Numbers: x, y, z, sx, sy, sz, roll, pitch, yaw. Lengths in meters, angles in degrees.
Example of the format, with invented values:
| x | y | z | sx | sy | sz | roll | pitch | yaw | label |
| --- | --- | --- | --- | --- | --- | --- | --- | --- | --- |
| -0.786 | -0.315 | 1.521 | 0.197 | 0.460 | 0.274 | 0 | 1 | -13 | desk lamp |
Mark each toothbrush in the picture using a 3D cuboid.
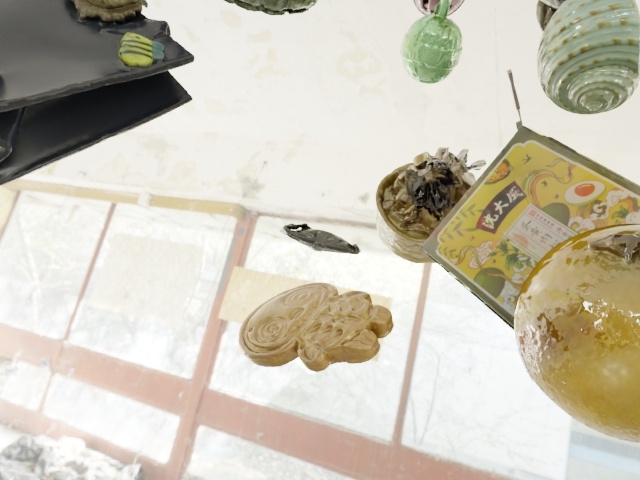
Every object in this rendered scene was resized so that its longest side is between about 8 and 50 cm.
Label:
| x | y | z | sx | sy | sz | roll | pitch | yaw | label |
| --- | --- | --- | --- | --- | --- | --- | --- | --- | --- |
| 0.486 | -0.344 | 1.148 | 0.017 | 0.014 | 0.194 | -18 | -40 | 19 | toothbrush |

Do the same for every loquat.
| x | y | z | sx | sy | sz | roll | pitch | yaw | label |
| --- | --- | --- | --- | --- | --- | --- | --- | --- | --- |
| 0.468 | 0.110 | 0.683 | 0.328 | 0.328 | 0.359 | 9 | -53 | 18 | loquat |

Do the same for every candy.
| x | y | z | sx | sy | sz | roll | pitch | yaw | label |
| --- | --- | --- | --- | --- | --- | --- | --- | --- | --- |
| 0.246 | -0.497 | 0.819 | 0.119 | 0.119 | 0.440 | 14 | -52 | 1 | candy |

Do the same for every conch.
| x | y | z | sx | sy | sz | roll | pitch | yaw | label |
| --- | --- | --- | --- | --- | --- | --- | --- | --- | --- |
| 0.397 | -0.287 | 0.704 | 0.131 | 0.200 | 0.172 | -22 | -32 | 23 | conch |

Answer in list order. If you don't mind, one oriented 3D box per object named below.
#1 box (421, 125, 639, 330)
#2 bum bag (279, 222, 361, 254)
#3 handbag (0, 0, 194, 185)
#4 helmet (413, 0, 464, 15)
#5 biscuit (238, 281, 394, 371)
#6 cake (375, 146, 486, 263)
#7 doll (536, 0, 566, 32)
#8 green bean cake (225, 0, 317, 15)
| x | y | z | sx | sy | sz | roll | pitch | yaw | label |
| --- | --- | --- | --- | --- | --- | --- | --- | --- | --- |
| 0.495 | 0.009 | 1.008 | 0.138 | 0.373 | 0.420 | 21 | 20 | -52 | box |
| 0.000 | 0.000 | 1.360 | 0.248 | 0.069 | 0.102 | 19 | -14 | 3 | bum bag |
| -0.362 | -0.252 | 0.572 | 0.303 | 0.329 | 0.122 | 45 | -35 | 13 | handbag |
| 0.393 | -0.845 | 1.468 | 0.198 | 0.253 | 0.154 | 16 | 28 | -2 | helmet |
| -0.018 | 0.139 | 0.775 | 0.289 | 0.202 | 0.044 | 0 | -58 | 45 | biscuit |
| 0.321 | -0.134 | 1.355 | 0.332 | 0.332 | 0.321 | 11 | -33 | 12 | cake |
| 0.674 | -0.704 | 1.090 | 0.379 | 0.382 | 0.252 | -19 | 31 | -13 | doll |
| -0.089 | -0.447 | 0.644 | 0.223 | 0.227 | 0.125 | 9 | -18 | -21 | green bean cake |
